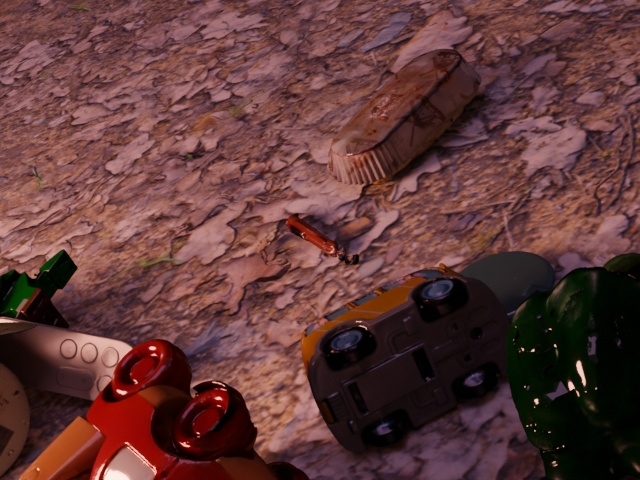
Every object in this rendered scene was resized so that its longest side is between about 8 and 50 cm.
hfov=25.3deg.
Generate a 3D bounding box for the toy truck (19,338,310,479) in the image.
[{"bbox_3d":[-0.160,0.244,1.346,0.239,0.189,0.265,-45,36,-15],"label":"toy truck"}]

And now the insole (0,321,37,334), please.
[{"bbox_3d":[-0.481,0.114,1.690,0.322,0.007,0.109,-5,7,21],"label":"insole"}]

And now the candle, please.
[{"bbox_3d":[-0.001,0.001,1.773,0.026,0.021,0.167,-13,24,-25],"label":"candle"}]

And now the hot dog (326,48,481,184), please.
[{"bbox_3d":[0.109,-0.164,1.910,0.144,0.075,0.268,9,46,49],"label":"hot dog"}]

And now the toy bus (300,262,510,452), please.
[{"bbox_3d":[0.081,0.109,1.452,0.209,0.126,0.136,-27,22,-7],"label":"toy bus"}]

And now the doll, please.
[{"bbox_3d":[-0.408,0.092,1.810,0.186,0.106,0.134,-14,46,15],"label":"doll"}]

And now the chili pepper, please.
[{"bbox_3d":[0.257,0.107,1.301,0.165,0.174,0.261,-37,23,29],"label":"chili pepper"}]

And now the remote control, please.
[{"bbox_3d":[-0.309,0.142,1.682,0.245,0.077,0.022,8,-3,26],"label":"remote control"}]

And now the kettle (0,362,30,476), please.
[{"bbox_3d":[-0.473,0.213,1.663,0.243,0.160,0.210,11,71,55],"label":"kettle"}]

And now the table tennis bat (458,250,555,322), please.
[{"bbox_3d":[0.218,0.057,1.529,0.201,0.033,0.124,10,45,46],"label":"table tennis bat"}]
